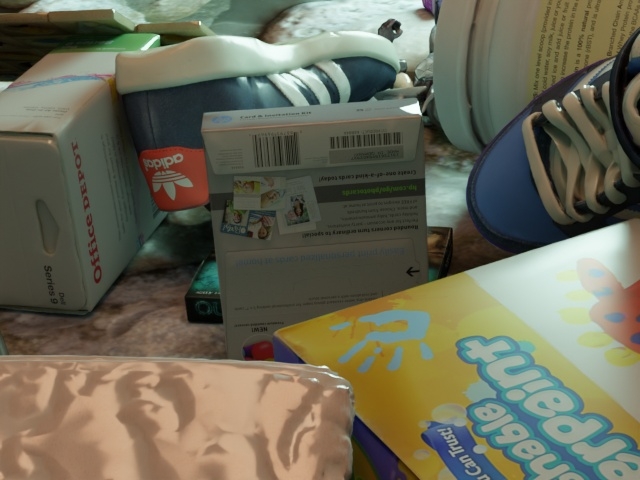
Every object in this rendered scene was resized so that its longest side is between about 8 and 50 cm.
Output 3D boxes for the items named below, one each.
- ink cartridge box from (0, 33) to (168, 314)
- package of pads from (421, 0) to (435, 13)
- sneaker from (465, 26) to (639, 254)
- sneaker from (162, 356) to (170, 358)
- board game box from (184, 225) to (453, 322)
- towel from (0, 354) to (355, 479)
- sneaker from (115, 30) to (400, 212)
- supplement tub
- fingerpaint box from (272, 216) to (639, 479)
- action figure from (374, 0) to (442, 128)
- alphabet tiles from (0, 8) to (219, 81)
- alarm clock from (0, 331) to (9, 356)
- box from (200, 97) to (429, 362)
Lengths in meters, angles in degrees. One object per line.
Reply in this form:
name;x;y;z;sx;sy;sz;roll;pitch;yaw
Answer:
ink cartridge box;-0.195;-0.059;1.118;0.093;0.154;0.212;2;29;14
package of pads;0.163;-0.289;1.625;0.083;0.032;0.050;-11;26;-12
sneaker;0.196;-0.077;0.891;0.322;0.130;0.236;-21;-11;29
sneaker;-0.149;0.166;0.758;0.146;0.105;0.296;-9;24;-1
board game box;0.002;0.025;1.068;0.186;0.026;0.126;2;29;13
towel;-0.152;0.203;0.586;0.316;0.053;0.332;0;58;10
sneaker;-0.042;-0.097;1.186;0.131;0.148;0.350;-4;6;36
supplement tub;0.278;-0.143;1.116;0.324;0.235;0.235;13;33;29
fingerpaint box;0.237;0.150;0.650;0.371;0.163;0.445;-16;29;-22
action figure;0.138;-0.190;1.379;0.185;0.099;0.285;7;33;10
alphabet tiles;-0.220;-0.175;1.307;0.285;0.011;0.342;0;-3;11
alarm clock;-0.253;0.089;0.914;0.192;0.064;0.129;-5;20;22
box;0.000;0.000;0.943;0.145;0.186;0.038;-4;26;1
